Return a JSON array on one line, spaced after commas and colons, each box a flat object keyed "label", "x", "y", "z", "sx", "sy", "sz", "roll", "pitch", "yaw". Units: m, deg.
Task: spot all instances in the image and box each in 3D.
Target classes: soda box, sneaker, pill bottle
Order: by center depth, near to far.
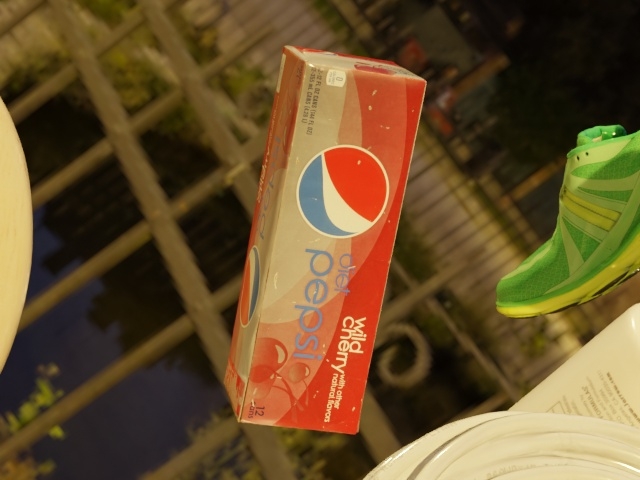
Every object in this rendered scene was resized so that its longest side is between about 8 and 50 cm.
[{"label": "soda box", "x": 0.000, "y": 0.000, "z": 1.093, "sx": 0.092, "sy": 0.263, "sz": 0.083, "roll": 8, "pitch": 13, "yaw": -15}, {"label": "pill bottle", "x": 0.194, "y": 0.162, "z": 1.122, "sx": 0.131, "sy": 0.229, "sz": 0.131, "roll": 35, "pitch": 28, "yaw": -21}, {"label": "sneaker", "x": 0.260, "y": -0.036, "z": 1.351, "sx": 0.109, "sy": 0.295, "sz": 0.123, "roll": -13, "pitch": 64, "yaw": -54}]

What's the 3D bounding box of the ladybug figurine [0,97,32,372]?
[{"label": "ladybug figurine", "x": -0.411, "y": 0.020, "z": 1.404, "sx": 0.162, "sy": 0.305, "sz": 0.449, "roll": 95, "pitch": 4, "yaw": -77}]

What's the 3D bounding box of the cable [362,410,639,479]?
[{"label": "cable", "x": 0.107, "y": 0.205, "z": 0.689, "sx": 0.089, "sy": 0.257, "sz": 0.257, "roll": 114, "pitch": -30, "yaw": -56}]
